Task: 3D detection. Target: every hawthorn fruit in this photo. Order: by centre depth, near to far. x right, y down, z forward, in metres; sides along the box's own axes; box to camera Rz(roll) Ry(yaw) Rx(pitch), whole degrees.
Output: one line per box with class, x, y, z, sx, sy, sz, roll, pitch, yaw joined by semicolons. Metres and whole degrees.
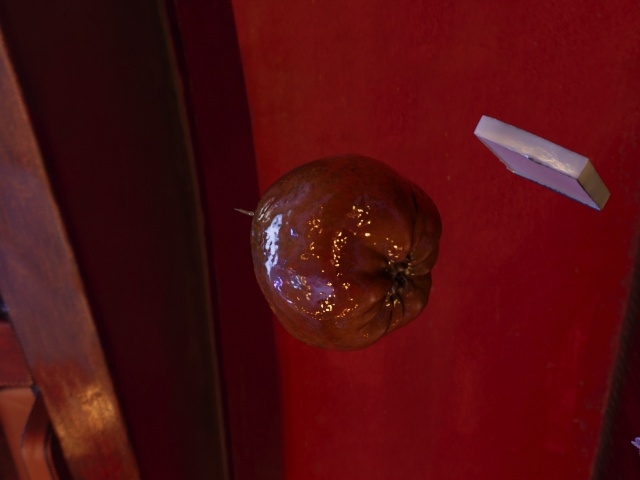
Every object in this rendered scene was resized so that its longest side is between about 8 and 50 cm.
hawthorn fruit;0.015;0.003;0.455;0.125;0.140;0.125;-6;112;-14

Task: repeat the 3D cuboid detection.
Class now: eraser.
eraser;0.211;-0.071;0.677;0.104;0.150;0.023;31;96;29

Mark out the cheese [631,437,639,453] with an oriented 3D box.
cheese;0.408;0.245;0.763;0.105;0.191;0.042;33;78;-9
